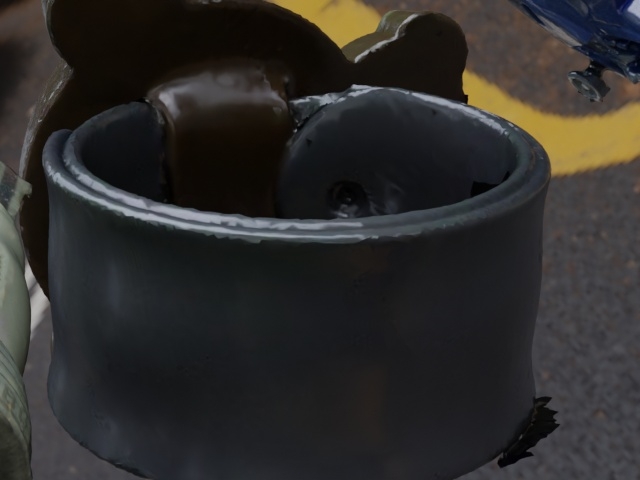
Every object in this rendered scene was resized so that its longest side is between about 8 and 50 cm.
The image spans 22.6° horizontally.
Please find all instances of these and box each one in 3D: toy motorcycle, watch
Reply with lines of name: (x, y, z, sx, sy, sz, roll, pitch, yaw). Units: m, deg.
toy motorcycle: (0.160, -0.143, 0.935, 0.205, 0.114, 0.076, 35, 82, 22)
watch: (0.000, 0.000, 0.939, 0.335, 0.314, 0.327, -8, 25, -26)

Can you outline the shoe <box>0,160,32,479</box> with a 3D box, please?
shoe: (-0.248, 0.090, 0.691, 0.342, 0.132, 0.210, -32, 29, 22)
